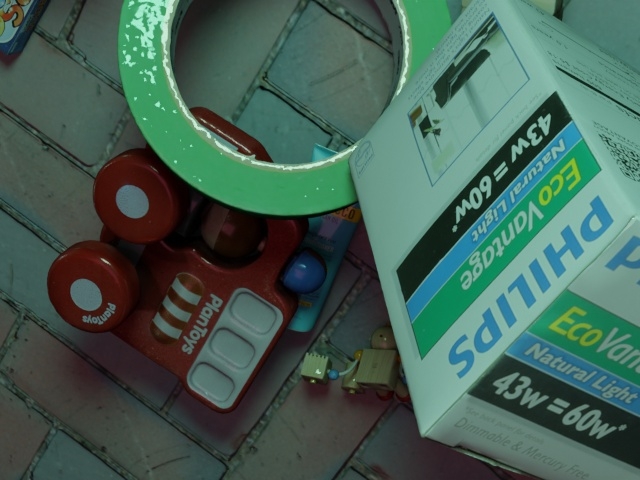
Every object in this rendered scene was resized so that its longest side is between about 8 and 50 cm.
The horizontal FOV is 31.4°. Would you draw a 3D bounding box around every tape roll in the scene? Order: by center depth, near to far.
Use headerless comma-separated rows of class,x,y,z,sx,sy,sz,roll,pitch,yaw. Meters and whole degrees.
tape roll,-0.034,-0.181,1.111,0.321,0.077,0.321,0,89,-4

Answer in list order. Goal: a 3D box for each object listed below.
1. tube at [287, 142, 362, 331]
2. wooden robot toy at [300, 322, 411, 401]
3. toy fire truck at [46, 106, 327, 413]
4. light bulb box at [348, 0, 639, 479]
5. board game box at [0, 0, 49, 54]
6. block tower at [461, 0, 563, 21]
tube,0.000,0.000,1.265,0.080,0.052,0.207,19,108,1
wooden robot toy,0.067,0.134,1.285,0.173,0.076,0.079,1,65,30
toy fire truck,-0.130,0.019,1.249,0.254,0.169,0.302,33,116,2
light bulb box,0.247,0.022,0.939,0.358,0.361,0.225,25,119,-24
board game box,-0.350,-0.329,1.278,0.136,0.035,0.201,39,116,4
block tower,0.188,-0.240,1.087,0.091,0.097,0.335,9,110,15
